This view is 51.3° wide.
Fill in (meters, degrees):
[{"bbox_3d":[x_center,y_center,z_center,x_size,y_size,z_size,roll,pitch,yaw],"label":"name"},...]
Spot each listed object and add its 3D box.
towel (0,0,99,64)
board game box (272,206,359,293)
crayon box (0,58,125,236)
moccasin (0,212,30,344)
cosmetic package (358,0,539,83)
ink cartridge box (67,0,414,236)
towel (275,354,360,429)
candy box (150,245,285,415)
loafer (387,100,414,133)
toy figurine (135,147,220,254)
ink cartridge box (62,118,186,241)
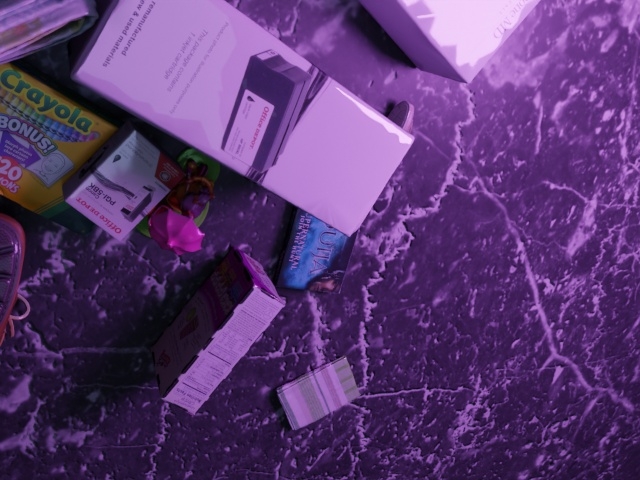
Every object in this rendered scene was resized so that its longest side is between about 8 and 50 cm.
[{"bbox_3d":[-0.446,-0.320,0.704,0.321,0.374,0.090,-25,163,-12],"label":"towel"},{"bbox_3d":[0.000,0.000,1.165,0.126,0.026,0.186,8,109,-23],"label":"board game box"},{"bbox_3d":[-0.404,-0.145,0.913,0.278,0.081,0.165,31,99,-29],"label":"crayon box"},{"bbox_3d":[-0.515,0.125,0.968,0.139,0.147,0.379,18,109,-12],"label":"moccasin"},{"bbox_3d":[0.134,-0.434,0.953,0.385,0.156,0.217,37,94,-29],"label":"cosmetic package"},{"bbox_3d":[-0.113,-0.197,0.886,0.395,0.285,0.166,29,99,-30],"label":"ink cartridge box"},{"bbox_3d":[-0.004,0.296,1.299,0.152,0.023,0.113,-25,121,-12],"label":"towel"},{"bbox_3d":[-0.172,0.142,1.084,0.071,0.159,0.233,37,96,-29],"label":"candy box"},{"bbox_3d":[0.128,-0.177,1.133,0.039,0.045,0.125,6,118,-41],"label":"loafer"},{"bbox_3d":[-0.201,-0.048,0.990,0.173,0.159,0.130,-48,120,3],"label":"toy figurine"},{"bbox_3d":[-0.269,-0.081,0.914,0.135,0.056,0.099,-46,124,2],"label":"ink cartridge box"}]
